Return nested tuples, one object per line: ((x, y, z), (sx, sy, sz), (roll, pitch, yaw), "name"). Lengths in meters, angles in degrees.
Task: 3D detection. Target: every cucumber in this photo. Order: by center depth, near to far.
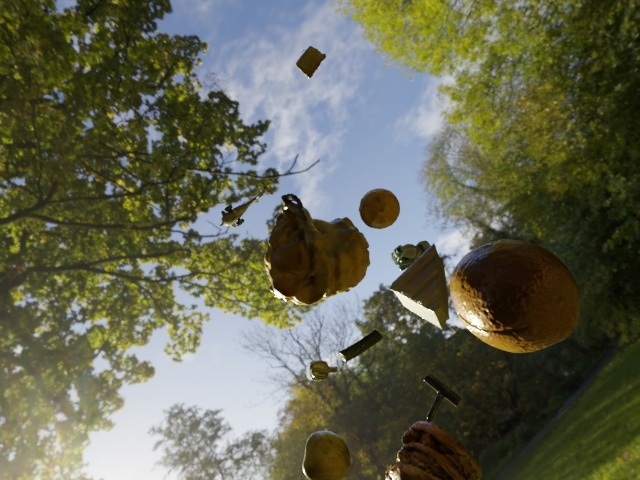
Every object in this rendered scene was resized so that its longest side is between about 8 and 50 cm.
((0.169, 0.433, 1.723), (0.187, 0.058, 0.058), (-30, -31, -7), "cucumber")

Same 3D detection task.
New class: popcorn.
((-0.028, 0.026, 1.334), (0.349, 0.381, 0.349), (-23, 8, 3), "popcorn")

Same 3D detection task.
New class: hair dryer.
((0.480, 0.700, 1.810), (0.195, 0.173, 0.050), (-44, -36, -14), "hair dryer")

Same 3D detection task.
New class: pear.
((0.027, 0.857, 1.655), (0.197, 0.197, 0.197), (-31, -31, -22), "pear")

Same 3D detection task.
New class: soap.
((0.476, 0.179, 1.697), (0.302, 0.258, 0.159), (-43, -55, -14), "soap")

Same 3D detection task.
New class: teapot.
((0.005, 0.503, 1.621), (0.107, 0.077, 0.200), (2, -18, -6), "teapot")

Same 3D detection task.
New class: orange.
((0.545, 0.156, 1.219), (0.322, 0.322, 0.357), (-38, 12, -10), "orange")

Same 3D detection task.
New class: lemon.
((0.160, -0.087, 1.155), (0.114, 0.114, 0.155), (-46, 2, 4), "lemon")

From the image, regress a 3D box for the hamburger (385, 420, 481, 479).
((0.331, 0.688, 1.229), (0.211, 0.245, 0.260), (-40, -35, -36), "hamburger")

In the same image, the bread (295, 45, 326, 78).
((-0.040, -0.688, 1.599), (0.084, 0.080, 0.109), (32, -64, -21), "bread")

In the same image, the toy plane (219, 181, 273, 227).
((-0.308, -0.131, 1.682), (0.286, 0.092, 0.108), (-31, 13, 39), "toy plane")

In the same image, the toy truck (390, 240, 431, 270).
((0.492, 0.068, 2.251), (0.257, 0.108, 0.140), (-10, -37, -26), "toy truck")
